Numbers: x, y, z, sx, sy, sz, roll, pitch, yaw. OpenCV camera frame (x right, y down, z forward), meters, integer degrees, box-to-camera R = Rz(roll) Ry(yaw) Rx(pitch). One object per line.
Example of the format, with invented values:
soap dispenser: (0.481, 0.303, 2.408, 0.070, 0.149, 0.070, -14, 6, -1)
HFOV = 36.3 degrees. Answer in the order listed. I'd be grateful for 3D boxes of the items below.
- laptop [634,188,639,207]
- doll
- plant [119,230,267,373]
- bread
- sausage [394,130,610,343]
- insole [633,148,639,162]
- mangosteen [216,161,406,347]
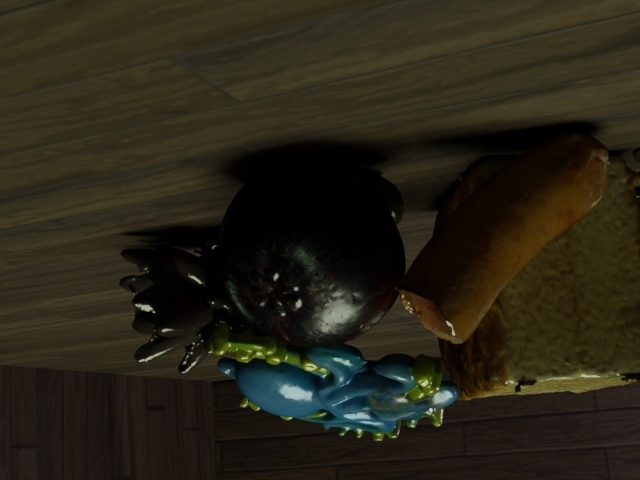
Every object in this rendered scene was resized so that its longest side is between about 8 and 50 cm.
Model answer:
laptop: (0.434, -0.046, 1.393, 0.135, 0.016, 0.197, -9, 168, 14)
doll: (0.013, 0.175, 1.273, 0.342, 0.098, 0.346, 1, 154, 19)
plant: (-0.125, 0.068, 1.387, 0.321, 0.194, 0.181, -7, 156, -7)
bread: (0.264, 0.057, 1.214, 0.207, 0.278, 0.279, -5, 171, -6)
sausage: (0.197, -0.011, 1.031, 0.270, 0.109, 0.109, -43, 171, -8)
insole: (0.484, -0.089, 1.222, 0.111, 0.007, 0.328, -16, 163, 40)
mangosteen: (-0.008, 0.009, 1.089, 0.216, 0.216, 0.216, -4, 168, -1)
